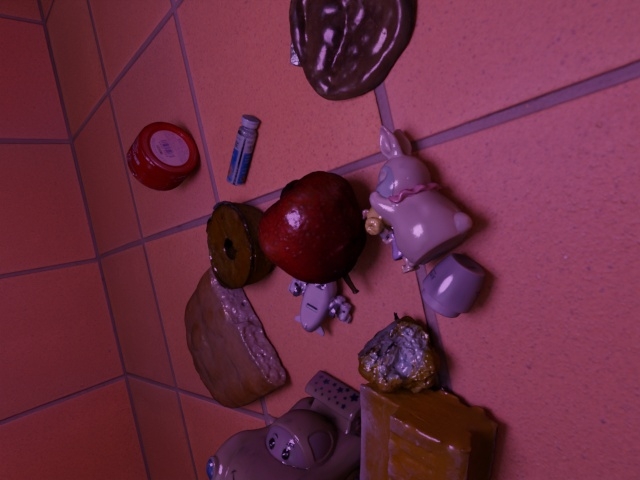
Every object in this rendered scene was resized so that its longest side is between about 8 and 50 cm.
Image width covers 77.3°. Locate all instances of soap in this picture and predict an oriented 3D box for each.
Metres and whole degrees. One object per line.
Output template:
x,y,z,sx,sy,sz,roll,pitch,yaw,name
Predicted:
0.190,0.424,0.784,0.259,0.143,0.280,14,115,45,soap

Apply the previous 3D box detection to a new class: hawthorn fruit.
0.000,0.000,0.822,0.211,0.230,0.265,-25,105,11,hawthorn fruit

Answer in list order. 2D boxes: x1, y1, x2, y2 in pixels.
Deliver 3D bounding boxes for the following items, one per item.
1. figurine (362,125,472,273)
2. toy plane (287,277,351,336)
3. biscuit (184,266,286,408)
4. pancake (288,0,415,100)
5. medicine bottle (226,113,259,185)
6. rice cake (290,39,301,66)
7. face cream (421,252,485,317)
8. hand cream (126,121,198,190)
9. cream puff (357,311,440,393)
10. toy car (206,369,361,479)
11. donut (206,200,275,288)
0.147,-0.076,0.717,0.235,0.127,0.155,62,144,21,figurine
-0.005,0.149,0.948,0.174,0.080,0.173,10,113,25,toy plane
-0.324,0.326,1.293,0.446,0.104,0.428,-41,71,42,biscuit
0.047,-0.428,0.769,0.295,0.050,0.293,11,107,37,pancake
-0.210,-0.240,1.080,0.051,0.051,0.191,43,126,30,medicine bottle
-0.044,-0.475,0.869,0.031,0.042,0.179,9,108,17,rice cake
0.228,0.077,0.688,0.091,0.091,0.095,42,119,31,face cream
-0.494,-0.264,1.260,0.125,0.193,0.192,-29,79,43,hand cream
0.152,0.231,0.771,0.156,0.156,0.121,51,166,24,cream puff
-0.055,0.475,0.893,0.242,0.336,0.226,17,110,42,toy car
-0.222,0.014,1.122,0.272,0.107,0.271,12,106,48,donut
